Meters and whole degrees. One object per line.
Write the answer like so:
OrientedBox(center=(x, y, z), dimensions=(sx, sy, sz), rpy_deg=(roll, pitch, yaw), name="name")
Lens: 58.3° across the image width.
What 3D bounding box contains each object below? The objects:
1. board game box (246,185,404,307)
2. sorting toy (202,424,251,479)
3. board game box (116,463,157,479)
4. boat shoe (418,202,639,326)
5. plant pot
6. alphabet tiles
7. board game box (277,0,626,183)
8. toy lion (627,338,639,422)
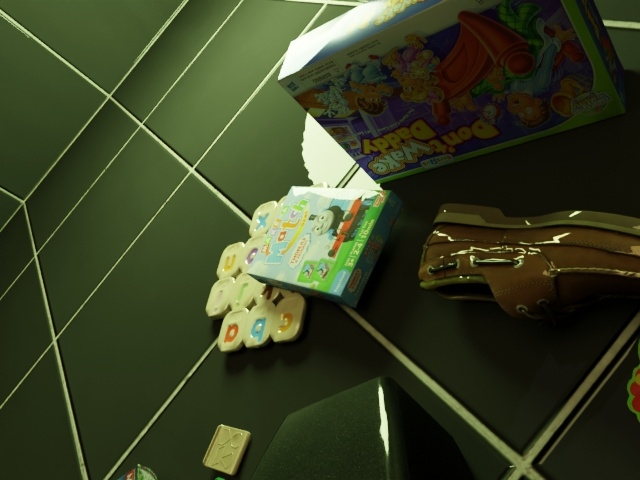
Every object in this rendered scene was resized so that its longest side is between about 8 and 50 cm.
OrientedBox(center=(0.000, 0.000, 0.817), dimensions=(0.211, 0.039, 0.160), rpy_deg=(7, 66, 49), name="board game box")
OrientedBox(center=(-0.128, 0.291, 0.762), dimensions=(0.062, 0.012, 0.083), rpy_deg=(-1, 55, 39), name="sorting toy")
OrientedBox(center=(-0.248, 0.410, 0.748), dimensions=(0.194, 0.060, 0.194), rpy_deg=(-37, 39, 15), name="board game box")
OrientedBox(center=(0.220, 0.035, 0.556), dimensions=(0.307, 0.111, 0.104), rpy_deg=(8, 72, 61), name="boat shoe")
OrientedBox(center=(0.044, 0.236, 0.508), dimensions=(0.188, 0.187, 0.167), rpy_deg=(-29, 30, 26), name="plant pot")
OrientedBox(center=(-0.068, 0.040, 0.903), dimensions=(0.284, 0.021, 0.278), rpy_deg=(-17, 48, 36), name="alphabet tiles")
OrientedBox(center=(0.154, -0.204, 0.707), dimensions=(0.347, 0.233, 0.078), rpy_deg=(-13, 51, 39), name="board game box")
OrientedBox(center=(0.296, 0.111, 0.471), dimensions=(0.096, 0.034, 0.100), rpy_deg=(-39, 38, 27), name="toy lion")
